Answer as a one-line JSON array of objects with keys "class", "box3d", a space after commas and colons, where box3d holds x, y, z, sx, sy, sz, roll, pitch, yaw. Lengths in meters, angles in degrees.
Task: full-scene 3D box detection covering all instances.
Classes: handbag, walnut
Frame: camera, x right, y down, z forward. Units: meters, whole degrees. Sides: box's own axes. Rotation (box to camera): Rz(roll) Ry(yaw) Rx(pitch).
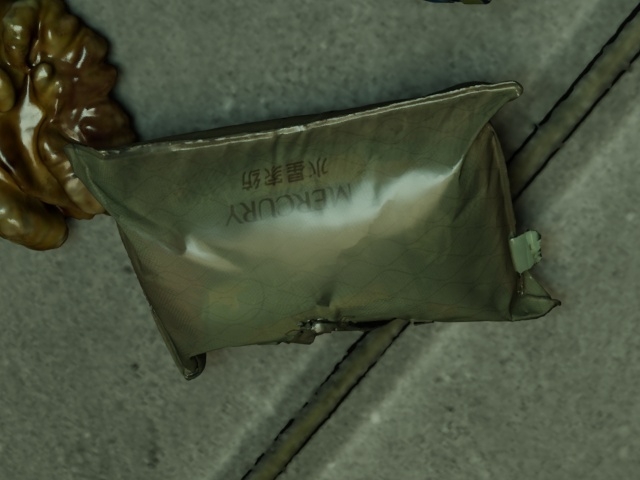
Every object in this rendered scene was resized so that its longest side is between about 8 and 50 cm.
[{"class": "handbag", "box3d": [0.000, 0.000, 0.954, 0.270, 0.117, 0.183, -9, 124, 12]}, {"class": "walnut", "box3d": [-0.186, -0.072, 0.983, 0.143, 0.069, 0.170, -26, 106, 24]}]

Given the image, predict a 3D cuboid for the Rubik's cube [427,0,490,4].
[{"class": "Rubik's cube", "box3d": [0.065, -0.177, 0.858, 0.093, 0.111, 0.111, 37, 122, 25]}]
